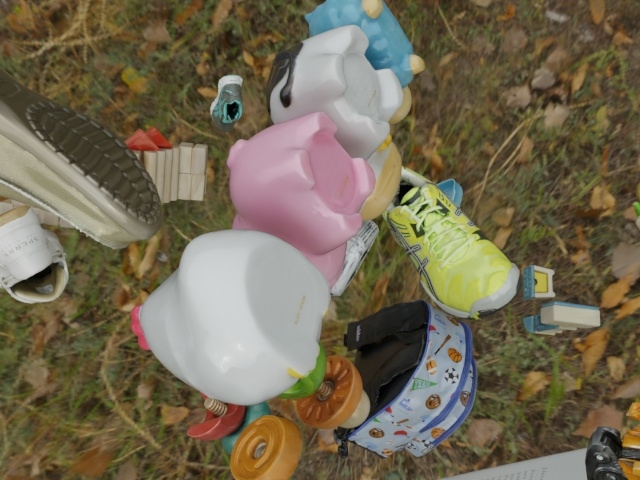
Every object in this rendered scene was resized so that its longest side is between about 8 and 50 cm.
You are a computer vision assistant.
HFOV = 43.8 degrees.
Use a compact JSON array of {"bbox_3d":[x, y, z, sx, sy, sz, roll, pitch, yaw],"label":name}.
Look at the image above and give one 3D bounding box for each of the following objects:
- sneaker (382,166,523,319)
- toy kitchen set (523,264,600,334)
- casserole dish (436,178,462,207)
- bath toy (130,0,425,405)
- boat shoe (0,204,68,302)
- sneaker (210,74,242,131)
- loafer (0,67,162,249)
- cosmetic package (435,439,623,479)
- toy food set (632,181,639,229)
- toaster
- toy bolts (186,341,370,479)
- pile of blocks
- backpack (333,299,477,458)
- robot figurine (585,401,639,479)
[{"bbox_3d":[0.191,-0.004,1.352,0.145,0.147,0.384,-42,37,0],"label":"sneaker"},{"bbox_3d":[0.531,0.125,1.850,0.122,0.207,0.166,8,74,-18],"label":"toy kitchen set"},{"bbox_3d":[0.287,-0.081,1.911,0.037,0.188,0.114,20,75,-16],"label":"casserole dish"},{"bbox_3d":[-0.020,-0.029,0.558,0.129,0.151,0.348,-16,34,35],"label":"bath toy"},{"bbox_3d":[-0.369,0.038,1.015,0.098,0.277,0.096,-33,87,-14],"label":"boat shoe"},{"bbox_3d":[-0.202,-0.283,1.741,0.065,0.166,0.076,-6,61,-15],"label":"sneaker"},{"bbox_3d":[-0.252,-0.074,0.655,0.268,0.102,0.092,37,112,-5],"label":"loafer"},{"bbox_3d":[0.352,0.397,1.011,0.230,0.453,0.161,41,49,-17],"label":"cosmetic package"},{"bbox_3d":[0.593,-0.066,1.385,0.132,0.038,0.192,47,65,-28],"label":"toy food set"},{"bbox_3d":[0.000,0.000,1.259,0.146,0.227,0.129,29,105,6],"label":"toaster"},{"bbox_3d":[-0.053,0.262,1.064,0.229,0.158,0.218,-20,42,36],"label":"toy bolts"},{"bbox_3d":[-0.299,-0.110,1.161,0.149,0.362,0.112,15,108,29],"label":"pile of blocks"},{"bbox_3d":[0.164,0.248,1.442,0.213,0.263,0.276,21,45,-14],"label":"backpack"},{"bbox_3d":[0.324,0.213,0.576,0.291,0.211,0.085,54,44,-17],"label":"robot figurine"}]
